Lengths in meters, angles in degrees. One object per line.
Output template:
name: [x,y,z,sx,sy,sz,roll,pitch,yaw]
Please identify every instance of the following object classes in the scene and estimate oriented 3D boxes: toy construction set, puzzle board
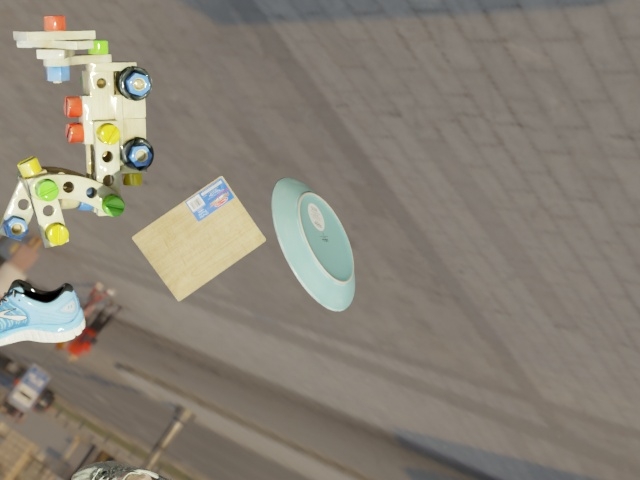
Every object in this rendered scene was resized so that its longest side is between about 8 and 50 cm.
toy construction set: [-0.341,-0.156,1.377,0.151,0.215,0.328,45,134,51]
puzzle board: [-0.142,-0.003,1.169,0.096,0.128,0.011,56,174,-16]

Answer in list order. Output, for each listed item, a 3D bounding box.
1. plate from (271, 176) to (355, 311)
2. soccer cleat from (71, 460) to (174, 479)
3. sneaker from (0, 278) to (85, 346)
plate: [0.000,0.000,1.272,0.024,0.188,0.188,-25,128,25]
soccer cleat: [-0.266,0.333,1.353,0.196,0.068,0.076,4,151,26]
sneaker: [-0.349,0.075,1.112,0.063,0.162,0.073,-123,31,-63]
